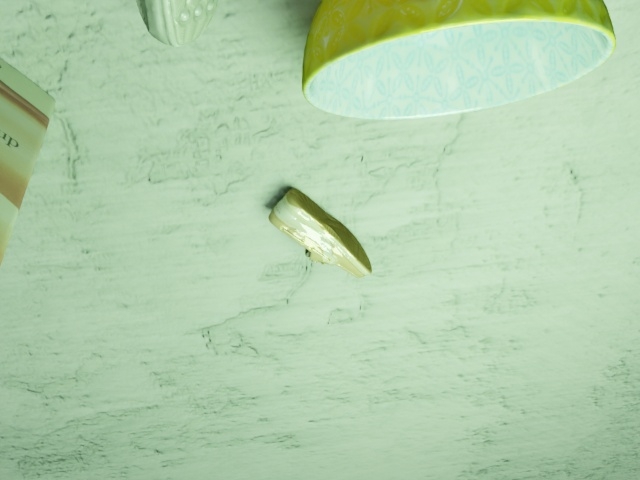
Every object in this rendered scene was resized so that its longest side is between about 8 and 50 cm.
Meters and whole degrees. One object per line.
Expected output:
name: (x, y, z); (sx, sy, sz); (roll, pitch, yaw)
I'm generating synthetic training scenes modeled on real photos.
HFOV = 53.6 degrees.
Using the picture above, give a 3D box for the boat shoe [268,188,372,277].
boat shoe: (0.000, 0.000, 0.859); (0.059, 0.063, 0.170); (-38, 117, 21)

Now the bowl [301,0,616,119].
bowl: (0.120, -0.229, 0.614); (0.289, 0.289, 0.156); (-5, 86, -8)

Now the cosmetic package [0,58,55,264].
cosmetic package: (-0.358, -0.065, 0.574); (0.129, 0.296, 0.153); (-40, 127, 19)

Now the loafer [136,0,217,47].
loafer: (-0.144, -0.330, 0.542); (0.111, 0.112, 0.319); (20, 128, 19)
